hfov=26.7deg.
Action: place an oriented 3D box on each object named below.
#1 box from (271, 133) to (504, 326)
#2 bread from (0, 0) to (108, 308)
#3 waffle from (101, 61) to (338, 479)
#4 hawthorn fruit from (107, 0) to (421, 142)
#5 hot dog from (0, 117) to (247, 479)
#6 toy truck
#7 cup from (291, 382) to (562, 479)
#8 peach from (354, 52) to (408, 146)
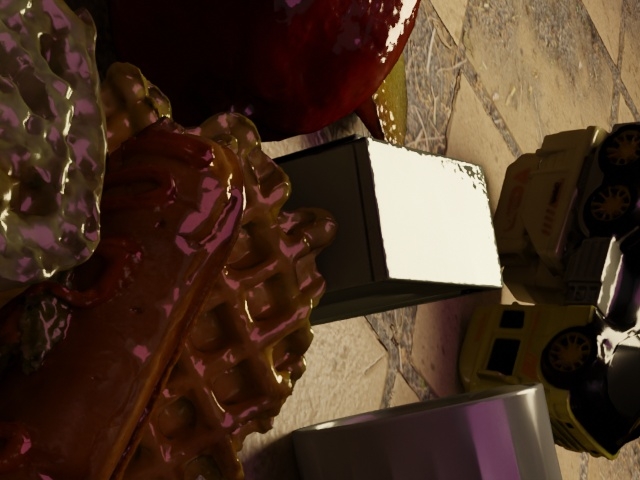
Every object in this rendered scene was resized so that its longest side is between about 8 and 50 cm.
[{"bbox_3d":[0.000,0.000,1.132,0.225,0.225,0.118,7,73,-60],"label":"box"},{"bbox_3d":[-0.249,-0.047,0.710,0.238,0.252,0.196,53,41,-28],"label":"bread"},{"bbox_3d":[-0.137,0.040,0.923,0.312,0.060,0.307,33,83,-25],"label":"waffle"},{"bbox_3d":[-0.055,-0.195,1.088,0.265,0.265,0.307,48,47,-40],"label":"hawthorn fruit"},{"bbox_3d":[-0.162,0.082,0.792,0.117,0.158,0.349,28,82,-19],"label":"hot dog"},{"bbox_3d":[0.304,0.049,1.628,0.180,0.254,0.405,42,58,-41],"label":"toy truck"},{"bbox_3d":[0.115,0.310,1.238,0.323,0.236,0.327,89,-11,-85],"label":"cup"},{"bbox_3d":[0.042,-0.206,1.452,0.189,0.068,0.279,36,46,-60],"label":"peach"}]
